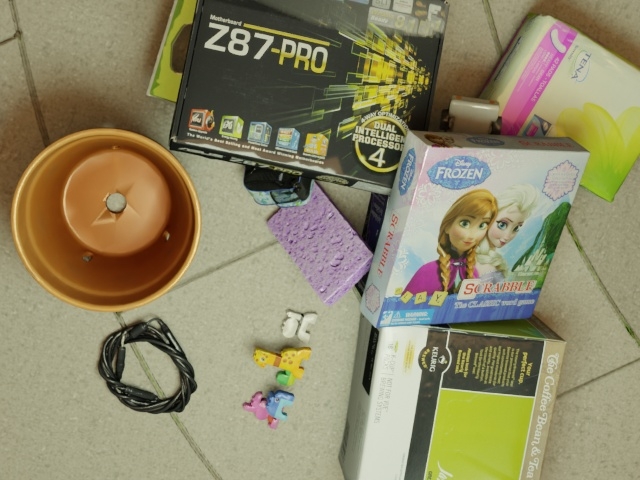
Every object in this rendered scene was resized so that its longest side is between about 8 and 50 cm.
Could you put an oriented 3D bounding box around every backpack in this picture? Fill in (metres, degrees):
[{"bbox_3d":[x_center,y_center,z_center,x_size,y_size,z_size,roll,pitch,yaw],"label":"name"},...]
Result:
[{"bbox_3d":[-0.068,-0.106,1.758,0.114,0.105,0.084,-4,147,22],"label":"backpack"}]

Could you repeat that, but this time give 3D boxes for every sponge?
[{"bbox_3d":[0.000,0.000,1.749,0.117,0.210,0.031,-44,145,9],"label":"sponge"}]

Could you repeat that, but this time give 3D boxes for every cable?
[{"bbox_3d":[-0.304,0.237,1.828,0.150,0.047,0.184,-29,104,0],"label":"cable"}]

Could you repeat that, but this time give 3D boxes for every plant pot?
[{"bbox_3d":[-0.342,-0.048,1.687,0.291,0.203,0.291,-1,101,-7],"label":"plant pot"}]

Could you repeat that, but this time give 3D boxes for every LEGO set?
[{"bbox_3d":[-0.083,0.229,1.833,0.093,0.087,0.227,19,97,-10],"label":"LEGO set"}]

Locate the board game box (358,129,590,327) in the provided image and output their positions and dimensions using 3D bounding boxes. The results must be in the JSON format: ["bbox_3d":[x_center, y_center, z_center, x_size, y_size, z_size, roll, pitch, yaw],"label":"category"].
[{"bbox_3d":[0.246,-0.015,1.652,0.319,0.066,0.318,-2,119,-28],"label":"board game box"}]

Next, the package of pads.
[{"bbox_3d":[0.438,-0.237,1.797,0.296,0.101,0.229,29,98,-12],"label":"package of pads"}]

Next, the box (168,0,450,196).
[{"bbox_3d":[-0.016,-0.259,1.625,0.395,0.097,0.318,12,82,-10],"label":"box"}]

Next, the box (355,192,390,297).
[{"bbox_3d":[0.135,0.003,1.780,0.108,0.153,0.207,11,99,-9],"label":"box"}]

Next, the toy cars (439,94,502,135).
[{"bbox_3d":[0.308,-0.110,1.777,0.176,0.087,0.393,-24,125,31],"label":"toy cars"}]

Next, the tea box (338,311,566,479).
[{"bbox_3d":[0.222,0.286,1.812,0.323,0.220,0.329,8,100,-7],"label":"tea box"}]

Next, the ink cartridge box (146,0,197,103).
[{"bbox_3d":[-0.138,-0.292,1.719,0.255,0.097,0.189,17,99,-9],"label":"ink cartridge box"}]
